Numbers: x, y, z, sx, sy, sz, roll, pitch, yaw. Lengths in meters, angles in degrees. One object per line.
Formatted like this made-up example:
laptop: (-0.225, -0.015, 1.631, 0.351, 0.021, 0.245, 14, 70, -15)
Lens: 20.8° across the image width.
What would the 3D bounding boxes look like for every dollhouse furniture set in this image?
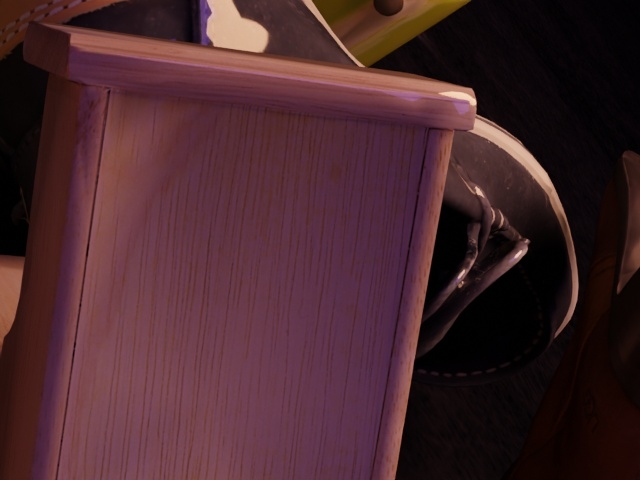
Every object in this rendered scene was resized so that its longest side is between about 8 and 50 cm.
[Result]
dollhouse furniture set: (-0.067, 0.013, 0.533, 0.212, 0.161, 0.242, 5, 9, -25)

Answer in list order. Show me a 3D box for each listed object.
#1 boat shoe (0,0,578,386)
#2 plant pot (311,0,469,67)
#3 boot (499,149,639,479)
boat shoe: (0.000, 0.000, 0.840, 0.500, 0.187, 0.156, 38, 32, -57)
plant pot: (-0.019, -0.207, 1.044, 0.228, 0.227, 0.207, 52, 30, -17)
boot: (0.127, 0.109, 0.880, 0.096, 0.280, 0.264, 26, 23, -9)
